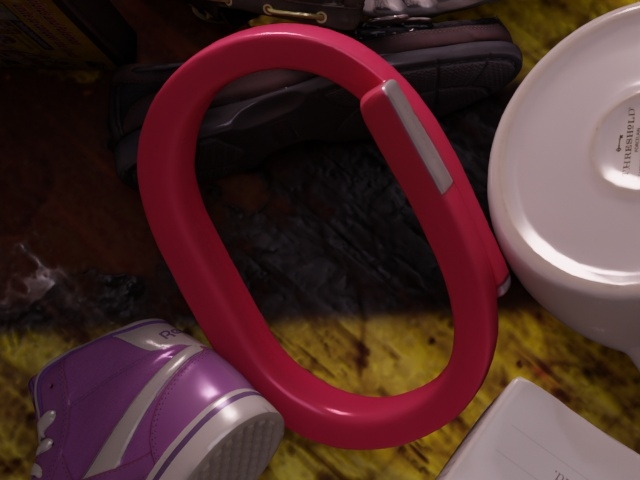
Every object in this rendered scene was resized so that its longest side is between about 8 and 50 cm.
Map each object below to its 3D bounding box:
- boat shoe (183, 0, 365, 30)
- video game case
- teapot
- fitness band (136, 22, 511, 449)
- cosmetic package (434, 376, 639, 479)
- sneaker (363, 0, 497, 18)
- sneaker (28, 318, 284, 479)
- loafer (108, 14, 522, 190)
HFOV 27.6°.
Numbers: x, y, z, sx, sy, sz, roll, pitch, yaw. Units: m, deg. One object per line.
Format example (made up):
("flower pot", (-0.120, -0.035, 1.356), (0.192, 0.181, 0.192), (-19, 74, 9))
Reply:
("boat shoe", (-0.060, -0.187, 0.936), (0.228, 0.081, 0.068), (10, 106, 42))
("video game case", (-0.267, -0.155, 0.864), (0.248, 0.275, 0.035), (2, 87, 2))
("teapot", (0.246, -0.030, 0.872), (0.256, 0.187, 0.252), (-47, 50, 5))
("fitness band", (0.000, 0.000, 0.853), (0.209, 0.054, 0.291), (-22, 100, 29))
("cosmetic package", (0.089, 0.302, 0.786), (0.217, 0.156, 0.385), (33, 76, 8))
("sneaker", (0.143, -0.213, 0.965), (0.281, 0.115, 0.105), (-8, 78, 19))
("sneaker", (-0.167, 0.178, 0.870), (0.161, 0.102, 0.282), (38, 81, 29))
("loafer", (-0.010, -0.122, 0.940), (0.302, 0.109, 0.095), (-16, 70, -1))
